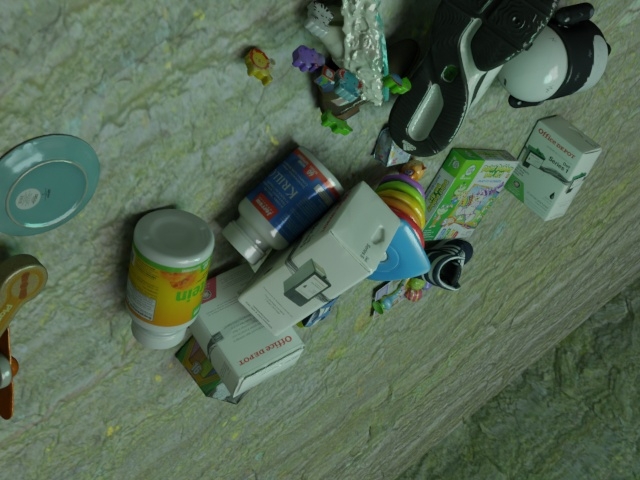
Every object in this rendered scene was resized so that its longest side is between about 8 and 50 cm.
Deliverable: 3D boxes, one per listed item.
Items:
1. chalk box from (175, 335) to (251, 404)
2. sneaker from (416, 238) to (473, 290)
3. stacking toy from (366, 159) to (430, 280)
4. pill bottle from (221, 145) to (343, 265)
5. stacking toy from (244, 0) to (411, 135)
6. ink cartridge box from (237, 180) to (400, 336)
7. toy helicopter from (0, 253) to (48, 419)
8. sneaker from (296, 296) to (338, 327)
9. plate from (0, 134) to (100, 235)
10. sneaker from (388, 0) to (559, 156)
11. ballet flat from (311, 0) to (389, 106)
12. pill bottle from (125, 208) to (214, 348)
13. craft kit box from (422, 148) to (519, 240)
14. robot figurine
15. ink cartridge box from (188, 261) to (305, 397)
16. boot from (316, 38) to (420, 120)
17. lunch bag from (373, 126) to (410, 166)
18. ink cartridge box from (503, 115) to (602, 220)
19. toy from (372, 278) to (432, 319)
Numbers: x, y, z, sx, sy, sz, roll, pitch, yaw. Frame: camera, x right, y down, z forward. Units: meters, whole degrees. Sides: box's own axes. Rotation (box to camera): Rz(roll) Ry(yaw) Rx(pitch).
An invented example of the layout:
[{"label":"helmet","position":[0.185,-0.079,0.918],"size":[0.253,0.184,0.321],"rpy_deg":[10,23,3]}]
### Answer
[{"label":"chalk box","position":[-0.175,0.224,1.820],"size":[0.213,0.132,0.132],"rpy_deg":[-47,149,4]},{"label":"sneaker","position":[0.340,0.060,2.188],"size":[0.282,0.153,0.099],"rpy_deg":[-10,107,-42]},{"label":"stacking toy","position":[0.165,-0.074,1.796],"size":[0.165,0.175,0.301],"rpy_deg":[58,41,-33]},{"label":"pill bottle","position":[-0.074,-0.060,1.590],"size":[0.221,0.124,0.124],"rpy_deg":[-44,150,-2]},{"label":"stacking toy","position":[0.013,-0.266,1.346],"size":[0.221,0.052,0.167],"rpy_deg":[31,143,-27]},{"label":"ink cartridge box","position":[-0.002,0.034,1.609],"size":[0.273,0.115,0.198],"rpy_deg":[-36,-167,36]},{"label":"toy helicopter","position":[-0.532,0.171,1.325],"size":[0.355,0.140,0.235],"rpy_deg":[-51,151,8]},{"label":"sneaker","position":[0.001,0.152,2.019],"size":[0.144,0.053,0.059],"rpy_deg":[-43,150,16]},{"label":"plate","position":[-0.411,-0.074,1.270],"size":[0.188,0.024,0.188],"rpy_deg":[-31,149,-22]},{"label":"sneaker","position":[0.288,-0.378,1.572],"size":[0.447,0.169,0.257],"rpy_deg":[-55,180,30]},{"label":"ballet flat","position":[0.041,-0.389,1.333],"size":[0.147,0.147,0.408],"rpy_deg":[-31,142,-22]},{"label":"pill bottle","position":[-0.273,0.076,1.510],"size":[0.136,0.136,0.245],"rpy_deg":[-19,142,-36]},{"label":"craft kit box","position":[0.350,-0.112,2.107],"size":[0.250,0.061,0.246],"rpy_deg":[-5,130,-47]},{"label":"robot figurine","position":[0.496,-0.391,1.820],"size":[0.278,0.174,0.209],"rpy_deg":[-18,106,-38]},{"label":"ink cartridge box","position":[-0.157,0.175,1.681],"size":[0.159,0.217,0.092],"rpy_deg":[-25,157,-29]},{"label":"boot","position":[0.084,-0.306,1.516],"size":[0.219,0.082,0.106],"rpy_deg":[-40,152,-3]},{"label":"lunch bag","position":[0.156,-0.200,1.764],"size":[0.071,0.053,0.083],"rpy_deg":[-15,130,-42]},{"label":"ink cartridge box","position":[0.597,-0.188,2.200],"size":[0.093,0.160,0.219],"rpy_deg":[-16,139,-39]},{"label":"toy","position":[0.244,0.128,2.275],"size":[0.237,0.056,0.136],"rpy_deg":[-30,148,-23]}]
